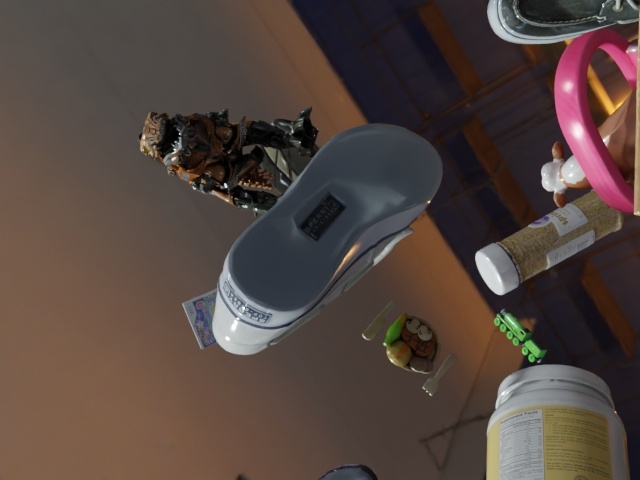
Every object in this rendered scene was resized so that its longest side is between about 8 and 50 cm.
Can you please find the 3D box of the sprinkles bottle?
[{"bbox_3d":[0.554,0.001,2.036,0.121,0.355,0.121,60,171,17],"label":"sprinkles bottle"}]

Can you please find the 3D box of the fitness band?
[{"bbox_3d":[0.451,-0.177,1.248,0.209,0.054,0.291,-49,-66,-27],"label":"fitness band"}]

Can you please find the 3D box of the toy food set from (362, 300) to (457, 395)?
[{"bbox_3d":[0.195,0.216,1.753,0.192,0.038,0.132,40,-121,4],"label":"toy food set"}]

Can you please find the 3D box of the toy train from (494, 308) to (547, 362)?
[{"bbox_3d":[0.236,0.111,0.992,0.017,0.024,0.083,1,-146,-34],"label":"toy train"}]

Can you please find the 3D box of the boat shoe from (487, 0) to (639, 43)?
[{"bbox_3d":[0.373,-0.327,1.025,0.119,0.335,0.121,-94,-14,-75],"label":"boat shoe"}]

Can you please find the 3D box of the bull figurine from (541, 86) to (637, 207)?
[{"bbox_3d":[0.478,-0.151,1.273,0.188,0.310,0.101,0,-121,-31],"label":"bull figurine"}]

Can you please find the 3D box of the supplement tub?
[{"bbox_3d":[0.403,0.405,1.433,0.241,0.241,0.331,42,-140,-29],"label":"supplement tub"}]

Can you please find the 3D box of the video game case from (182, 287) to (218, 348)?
[{"bbox_3d":[-0.168,0.125,1.466,0.087,0.122,0.011,68,168,-7],"label":"video game case"}]

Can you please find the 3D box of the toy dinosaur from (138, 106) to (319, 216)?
[{"bbox_3d":[-0.121,-0.118,1.160,0.322,0.218,0.164,-37,-44,-66],"label":"toy dinosaur"}]

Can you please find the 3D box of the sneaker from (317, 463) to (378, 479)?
[{"bbox_3d":[-0.011,0.427,1.325,0.083,0.223,0.098,61,-155,5],"label":"sneaker"}]

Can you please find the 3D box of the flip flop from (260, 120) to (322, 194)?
[{"bbox_3d":[0.016,-0.103,1.411,0.277,0.112,0.080,32,-152,11],"label":"flip flop"}]

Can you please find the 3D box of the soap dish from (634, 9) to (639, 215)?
[{"bbox_3d":[0.482,-0.139,0.871,0.118,0.290,0.229,-17,-72,-69],"label":"soap dish"}]

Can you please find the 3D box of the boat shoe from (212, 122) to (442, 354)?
[{"bbox_3d":[0.006,0.006,0.932,0.136,0.156,0.367,37,-134,6],"label":"boat shoe"}]
